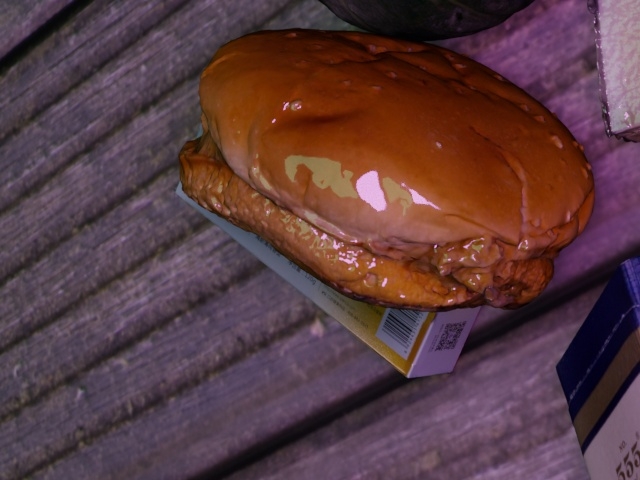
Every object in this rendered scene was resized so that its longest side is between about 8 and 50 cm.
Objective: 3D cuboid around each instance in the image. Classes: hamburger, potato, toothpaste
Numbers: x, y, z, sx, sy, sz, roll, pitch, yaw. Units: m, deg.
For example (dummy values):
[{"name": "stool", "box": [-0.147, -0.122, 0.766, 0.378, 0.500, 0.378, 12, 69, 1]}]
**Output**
[{"name": "hamburger", "box": [0.053, -0.053, 1.406, 0.314, 0.290, 0.170, 32, 116, 31]}, {"name": "potato", "box": [0.238, -0.137, 1.383, 0.061, 0.086, 0.122, -9, 84, 27]}, {"name": "toothpaste", "box": [0.000, 0.000, 1.601, 0.313, 0.071, 0.089, 37, 117, 34]}]

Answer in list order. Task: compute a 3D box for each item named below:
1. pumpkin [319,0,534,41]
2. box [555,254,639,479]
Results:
[{"name": "pumpkin", "box": [0.090, -0.298, 1.423, 0.300, 0.207, 0.300, -14, 69, 41]}, {"name": "box", "box": [0.241, 0.156, 1.261, 0.168, 0.071, 0.259, 109, 153, -57]}]
